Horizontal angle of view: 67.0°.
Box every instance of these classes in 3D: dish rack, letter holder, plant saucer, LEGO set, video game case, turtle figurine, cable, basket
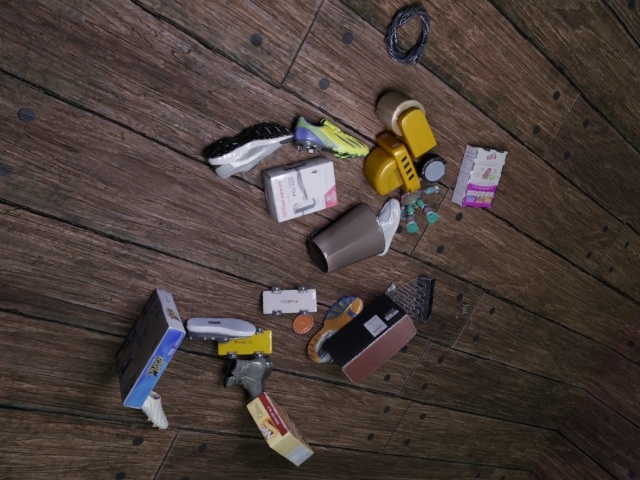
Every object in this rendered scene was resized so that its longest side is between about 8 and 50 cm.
[{"bbox_3d":[0.347,0.265,1.950,0.272,0.074,0.208,-20,120,-37],"label":"dish rack"},{"bbox_3d":[0.200,0.387,1.786,0.302,0.152,0.214,-38,127,-7],"label":"letter holder"},{"bbox_3d":[-0.066,0.312,1.823,0.084,0.013,0.083,-10,116,-22],"label":"plant saucer"},{"bbox_3d":[0.638,0.317,2.188,0.083,0.023,0.054,-32,121,4],"label":"LEGO set"},{"bbox_3d":[-0.516,0.316,1.455,0.061,0.244,0.269,28,97,-35],"label":"video game case"},{"bbox_3d":[0.340,-0.138,1.747,0.118,0.234,0.175,30,123,-27],"label":"turtle figurine"},{"bbox_3d":[0.284,-0.668,1.562,0.151,0.047,0.184,11,109,-25],"label":"cable"},{"bbox_3d":[0.085,0.008,1.671,0.227,0.154,0.204,-28,115,-20],"label":"basket"}]

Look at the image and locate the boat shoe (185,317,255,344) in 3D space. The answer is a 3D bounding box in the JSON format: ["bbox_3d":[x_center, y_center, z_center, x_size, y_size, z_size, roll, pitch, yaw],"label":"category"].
[{"bbox_3d":[-0.335,0.311,1.621,0.229,0.080,0.076,5,112,-11],"label":"boat shoe"}]

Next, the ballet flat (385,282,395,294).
[{"bbox_3d":[0.281,0.223,1.950,0.041,0.041,0.114,-15,117,-21],"label":"ballet flat"}]

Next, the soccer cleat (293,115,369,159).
[{"bbox_3d":[0.044,-0.331,1.555,0.289,0.093,0.121,4,87,-34],"label":"soccer cleat"}]

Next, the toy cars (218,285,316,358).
[{"bbox_3d":[-0.183,0.285,1.702,0.394,0.087,0.176,-42,84,-5],"label":"toy cars"}]

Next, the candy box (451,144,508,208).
[{"bbox_3d":[0.622,-0.249,1.898,0.159,0.071,0.233,2,111,-28],"label":"candy box"}]

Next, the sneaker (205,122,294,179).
[{"bbox_3d":[-0.205,-0.271,1.458,0.272,0.100,0.107,-25,135,-12],"label":"sneaker"}]

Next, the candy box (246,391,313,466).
[{"bbox_3d":[-0.145,0.708,1.802,0.088,0.183,0.316,-36,142,-8],"label":"candy box"}]

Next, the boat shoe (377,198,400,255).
[{"bbox_3d":[0.225,-0.046,1.777,0.081,0.079,0.227,2,114,-33],"label":"boat shoe"}]

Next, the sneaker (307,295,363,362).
[{"bbox_3d":[0.072,0.345,1.872,0.296,0.112,0.131,-52,141,4],"label":"sneaker"}]

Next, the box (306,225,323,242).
[{"bbox_3d":[0.000,0.000,1.718,0.067,0.018,0.083,-48,124,-1],"label":"box"}]

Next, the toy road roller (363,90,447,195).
[{"bbox_3d":[0.247,-0.300,1.612,0.241,0.202,0.329,-31,124,0],"label":"toy road roller"}]

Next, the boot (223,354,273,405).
[{"bbox_3d":[-0.279,0.510,1.743,0.161,0.083,0.246,2,121,-30],"label":"boot"}]

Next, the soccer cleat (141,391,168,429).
[{"bbox_3d":[-0.566,0.571,1.650,0.076,0.068,0.196,-35,120,-13],"label":"soccer cleat"}]

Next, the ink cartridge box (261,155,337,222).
[{"bbox_3d":[-0.065,-0.169,1.567,0.218,0.092,0.158,-17,118,-18],"label":"ink cartridge box"}]
